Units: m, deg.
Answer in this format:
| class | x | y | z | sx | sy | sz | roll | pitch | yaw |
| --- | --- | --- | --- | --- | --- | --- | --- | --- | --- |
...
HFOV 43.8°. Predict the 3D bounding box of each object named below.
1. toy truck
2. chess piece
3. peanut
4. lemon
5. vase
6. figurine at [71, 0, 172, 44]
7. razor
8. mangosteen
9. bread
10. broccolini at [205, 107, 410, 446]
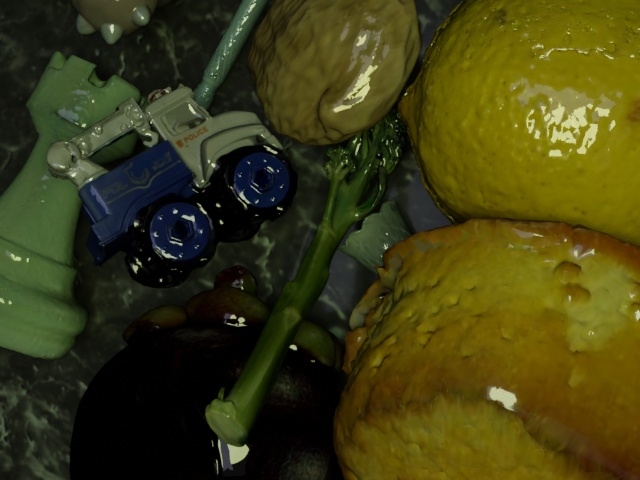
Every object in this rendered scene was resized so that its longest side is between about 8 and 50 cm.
| class | x | y | z | sx | sy | sz | roll | pitch | yaw |
| --- | --- | --- | --- | --- | --- | --- | --- | --- | --- |
| toy truck | -0.142 | -0.059 | 0.786 | 0.213 | 0.161 | 0.177 | -35 | 91 | -22 |
| chess piece | -0.296 | -0.043 | 0.857 | 0.194 | 0.194 | 0.299 | 23 | 84 | 13 |
| peanut | 0.010 | -0.189 | 0.778 | 0.110 | 0.233 | 0.196 | 34 | 115 | -28 |
| lemon | 0.223 | -0.101 | 0.691 | 0.310 | 0.258 | 0.258 | 19 | 92 | 16 |
| vase | 0.095 | 0.037 | 0.808 | 0.081 | 0.081 | 0.149 | -43 | 82 | 8 |
| figurine | -0.186 | -0.401 | 0.842 | 0.248 | 0.203 | 0.381 | 35 | 84 | 5 |
| razor | -0.080 | -0.248 | 0.863 | 0.068 | 0.106 | 0.232 | 36 | 105 | 12 |
| mangosteen | -0.104 | 0.168 | 0.768 | 0.287 | 0.233 | 0.288 | 0 | 90 | 35 |
| bread | 0.173 | 0.154 | 0.649 | 0.358 | 0.204 | 0.337 | 31 | 136 | 5 |
| broccolini | -0.005 | 0.000 | 0.717 | 0.074 | 0.392 | 0.078 | 43 | 137 | -17 |
